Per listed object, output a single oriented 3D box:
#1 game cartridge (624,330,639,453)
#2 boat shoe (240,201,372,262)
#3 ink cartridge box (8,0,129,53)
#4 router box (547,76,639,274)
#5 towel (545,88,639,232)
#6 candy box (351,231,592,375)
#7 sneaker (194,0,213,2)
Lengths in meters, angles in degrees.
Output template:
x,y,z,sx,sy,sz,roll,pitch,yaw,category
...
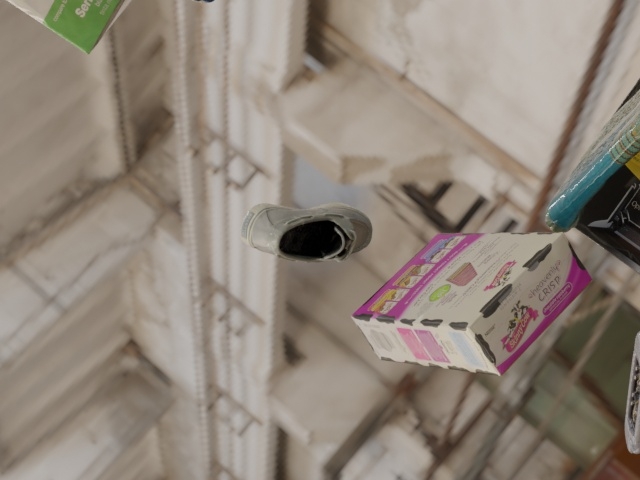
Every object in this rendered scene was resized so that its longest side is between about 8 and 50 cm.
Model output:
x,y,z,sx,sy,sz,roll,pitch,yaw,category
0.501,0.183,1.884,0.196,0.060,0.294,-9,-35,1,game cartridge
0.000,-0.001,1.848,0.227,0.081,0.079,2,-69,-48,boat shoe
-0.251,-0.291,1.287,0.092,0.219,0.160,-50,11,39,ink cartridge box
0.494,-0.054,1.907,0.243,0.309,0.081,-56,-10,14,router box
0.408,-0.178,1.643,0.370,0.040,0.271,-50,-1,42,towel
0.161,0.065,1.585,0.159,0.071,0.233,-42,19,-23,candy box
-0.098,-0.259,1.232,0.053,0.059,0.144,-57,-2,-37,sneaker
